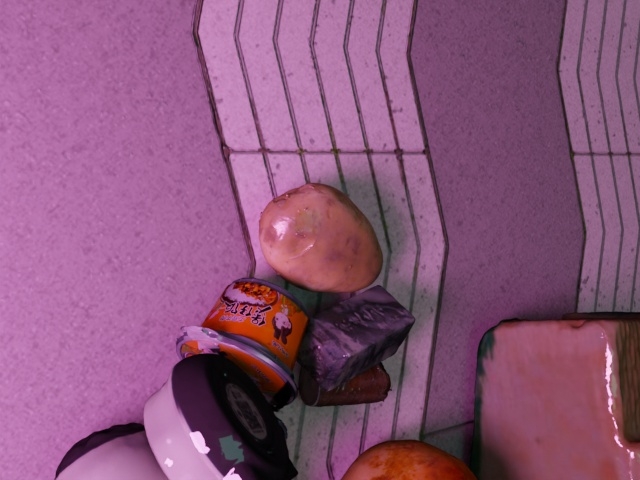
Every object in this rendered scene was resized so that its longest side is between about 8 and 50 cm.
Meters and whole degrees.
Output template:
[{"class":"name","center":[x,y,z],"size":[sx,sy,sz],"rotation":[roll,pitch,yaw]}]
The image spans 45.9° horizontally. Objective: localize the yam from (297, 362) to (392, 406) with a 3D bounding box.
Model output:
[{"class":"yam","center":[0.036,0.221,1.183],"size":[0.141,0.079,0.079],"rotation":[3,89,-34]}]

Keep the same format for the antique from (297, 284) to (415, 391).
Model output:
[{"class":"antique","center":[0.047,0.146,1.138],"size":[0.183,0.088,0.086],"rotation":[-20,145,-46]}]

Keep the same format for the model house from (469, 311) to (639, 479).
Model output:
[{"class":"model house","center":[0.497,0.323,1.382],"size":[0.342,0.334,0.382],"rotation":[3,84,-45]}]

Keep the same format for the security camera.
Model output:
[{"class":"security camera","center":[-0.194,0.284,0.924],"size":[0.277,0.197,0.191],"rotation":[-37,74,6]}]

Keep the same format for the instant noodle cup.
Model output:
[{"class":"instant noodle cup","center":[-0.093,0.132,1.044],"size":[0.208,0.177,0.126],"rotation":[72,36,-50]}]

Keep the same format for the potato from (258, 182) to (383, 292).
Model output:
[{"class":"potato","center":[0.002,-0.004,1.132],"size":[0.234,0.128,0.161],"rotation":[7,103,-39]}]

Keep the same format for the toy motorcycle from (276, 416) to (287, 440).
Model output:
[{"class":"toy motorcycle","center":[-0.141,0.364,1.039],"size":[0.204,0.108,0.239],"rotation":[-3,93,-35]}]

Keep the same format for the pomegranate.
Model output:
[{"class":"pomegranate","center":[0.141,0.453,1.172],"size":[0.252,0.229,0.270],"rotation":[-52,129,-31]}]
